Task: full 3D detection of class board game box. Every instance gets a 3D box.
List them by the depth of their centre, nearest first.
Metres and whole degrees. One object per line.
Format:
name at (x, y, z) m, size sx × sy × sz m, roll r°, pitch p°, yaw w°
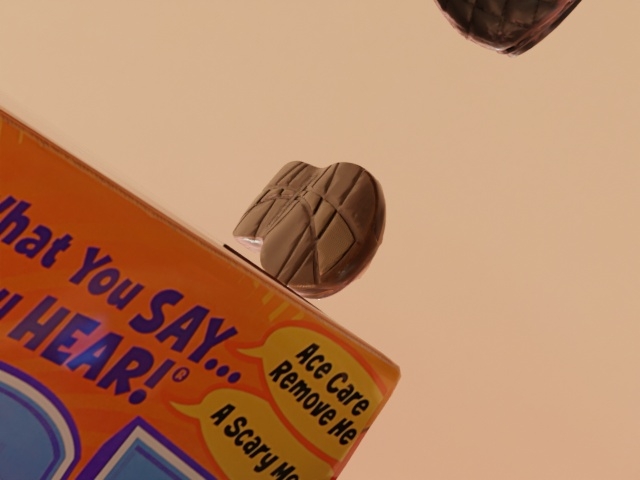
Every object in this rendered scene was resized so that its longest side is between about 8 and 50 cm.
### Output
board game box at (-0.269, 0.061, 0.734) m, size 0.356 × 0.356 × 0.356 m, roll 34°, pitch -90°, yaw -44°

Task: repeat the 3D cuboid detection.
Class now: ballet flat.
ballet flat at (0.106, -0.136, 0.678) m, size 0.049 × 0.173 × 0.057 m, roll 37°, pitch -157°, yaw -16°

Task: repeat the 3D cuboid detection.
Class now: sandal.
sandal at (0.000, 0.000, 1.173) m, size 0.060 × 0.219 × 0.090 m, roll 43°, pitch -98°, yaw -16°
